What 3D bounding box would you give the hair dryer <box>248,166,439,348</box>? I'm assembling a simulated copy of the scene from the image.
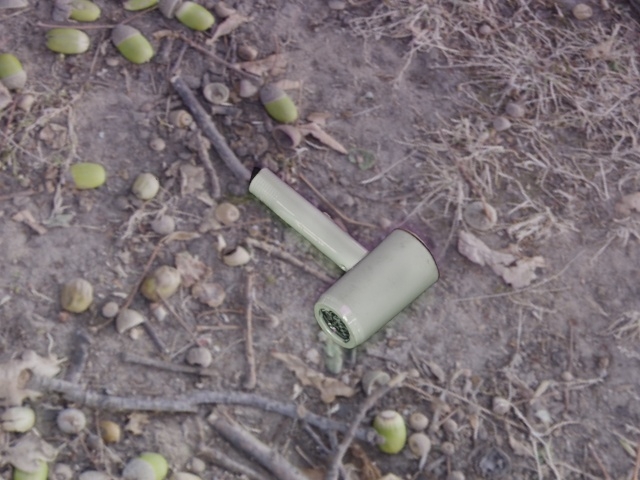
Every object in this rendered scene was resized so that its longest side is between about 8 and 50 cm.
[{"bbox_3d":[0.000,0.000,1.924,0.131,0.073,0.236,-39,69,-24],"label":"hair dryer"}]
